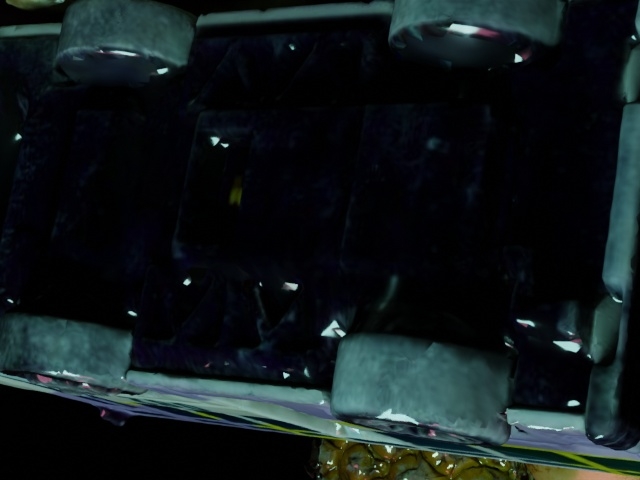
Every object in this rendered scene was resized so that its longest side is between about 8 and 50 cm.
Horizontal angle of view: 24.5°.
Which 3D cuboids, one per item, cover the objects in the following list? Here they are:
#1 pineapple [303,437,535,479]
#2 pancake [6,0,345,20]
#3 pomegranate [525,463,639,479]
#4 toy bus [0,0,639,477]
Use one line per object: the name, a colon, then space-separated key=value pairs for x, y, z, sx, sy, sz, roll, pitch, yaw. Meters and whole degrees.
pineapple: x=0.147 y=0.320 z=2.004 sx=0.300 sy=0.352 sz=0.352 roll=0 pitch=166 yaw=9
pancake: x=-0.116 y=-0.158 z=0.708 sx=0.286 sy=0.033 sz=0.288 roll=11 pitch=168 yaw=-12
pomegranate: x=0.289 y=0.151 z=1.421 sx=0.215 sy=0.215 sz=0.215 roll=9 pitch=168 yaw=2
toy bus: x=0.000 y=0.000 z=0.782 sx=0.440 sy=0.209 sz=0.249 roll=1 pitch=166 yaw=34
